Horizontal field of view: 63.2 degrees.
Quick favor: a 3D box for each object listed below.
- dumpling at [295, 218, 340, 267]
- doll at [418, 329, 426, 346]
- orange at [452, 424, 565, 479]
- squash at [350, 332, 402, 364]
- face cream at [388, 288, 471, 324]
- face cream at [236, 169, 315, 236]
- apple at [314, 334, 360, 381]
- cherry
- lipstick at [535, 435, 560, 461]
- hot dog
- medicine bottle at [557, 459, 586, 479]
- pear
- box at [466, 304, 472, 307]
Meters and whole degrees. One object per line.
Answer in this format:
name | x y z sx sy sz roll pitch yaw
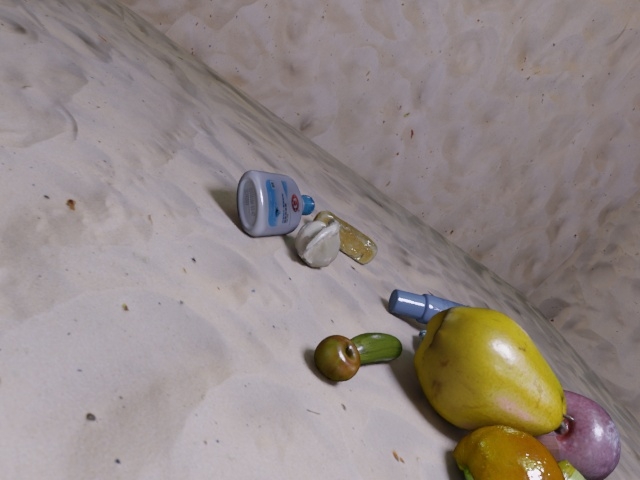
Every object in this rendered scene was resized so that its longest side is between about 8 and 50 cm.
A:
dumpling | 0.000 0.000 1.376 0.118 0.136 0.199 34 6 4
doll | 0.309 0.295 1.385 0.103 0.072 0.214 30 20 -5
orange | 0.353 0.440 0.960 0.179 0.159 0.237 19 23 -11
squash | 0.113 0.233 1.129 0.066 0.066 0.252 49 19 28
face cream | 0.387 0.222 1.526 0.384 0.087 0.136 16 27 -10
face cream | -0.107 -0.095 1.385 0.336 0.080 0.163 -5 92 -67
apple | 0.032 0.222 0.973 0.089 0.074 0.090 36 19 -15
cherry | 0.596 0.474 1.261 0.285 0.212 0.236 52 -3 -35
lipstick | 0.447 0.460 1.148 0.045 0.145 0.045 -45 129 -74
hot dog | 0.075 -0.015 1.650 0.242 0.084 0.073 32 20 -22
medicine bottle | 0.557 0.586 1.095 0.239 0.124 0.124 47 18 24
pear | 0.378 0.289 1.153 0.335 0.285 0.285 10 19 1
box | 0.543 0.358 1.642 0.225 0.117 0.225 33 19 -25
